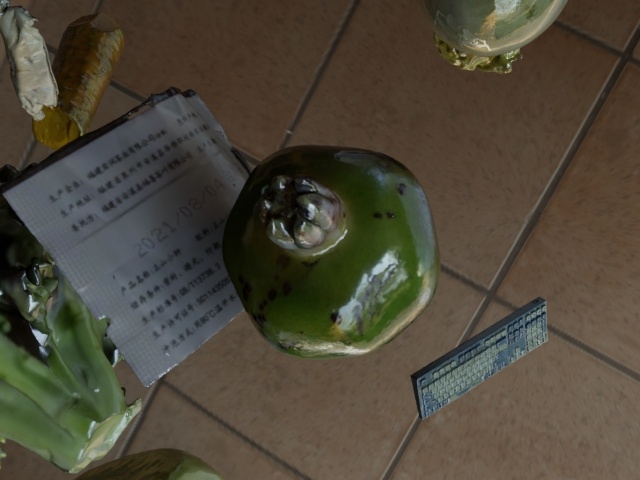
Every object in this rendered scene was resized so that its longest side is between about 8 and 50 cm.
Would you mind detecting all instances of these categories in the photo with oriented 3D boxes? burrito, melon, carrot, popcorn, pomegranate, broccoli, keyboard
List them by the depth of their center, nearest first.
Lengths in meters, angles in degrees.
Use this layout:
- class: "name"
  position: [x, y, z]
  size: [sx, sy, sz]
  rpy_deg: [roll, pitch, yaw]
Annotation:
- class: "pomegranate"
  position: [0.000, 0.000, 0.671]
  size: [0.180, 0.210, 0.179]
  rpy_deg: [-5, 74, 18]
- class: "broccoli"
  position: [-0.300, 0.096, 0.835]
  size: [0.281, 0.293, 0.348]
  rpy_deg: [35, 72, 16]
- class: "keyboard"
  position: [0.166, 0.118, 0.885]
  size: [0.176, 0.014, 0.055]
  rpy_deg: [-26, 122, -24]
- class: "burrito"
  position: [-0.430, -0.258, 1.291]
  size: [0.063, 0.229, 0.058]
  rpy_deg: [-13, 57, -14]
- class: "melon"
  position: [0.297, -0.474, 1.441]
  size: [0.269, 0.268, 0.330]
  rpy_deg: [21, 126, 12]
- class: "carrot"
  position: [-0.443, -0.300, 1.597]
  size: [0.114, 0.114, 0.301]
  rpy_deg: [-2, 51, 14]
- class: "popcorn"
  position: [0.345, -0.461, 1.850]
  size: [0.218, 0.189, 0.169]
  rpy_deg: [-40, 40, 24]

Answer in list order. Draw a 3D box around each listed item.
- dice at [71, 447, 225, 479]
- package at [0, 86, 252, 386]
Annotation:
- class: "dice"
  position: [-0.228, 0.409, 1.060]
  size: [0.238, 0.227, 0.233]
  rpy_deg: [-18, 103, 24]
- class: "package"
  position: [-0.123, -0.023, 0.766]
  size: [0.204, 0.251, 0.062]
  rpy_deg: [52, 132, -4]
